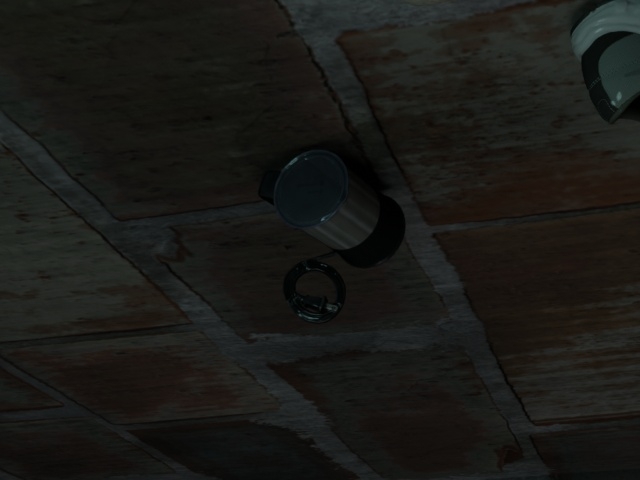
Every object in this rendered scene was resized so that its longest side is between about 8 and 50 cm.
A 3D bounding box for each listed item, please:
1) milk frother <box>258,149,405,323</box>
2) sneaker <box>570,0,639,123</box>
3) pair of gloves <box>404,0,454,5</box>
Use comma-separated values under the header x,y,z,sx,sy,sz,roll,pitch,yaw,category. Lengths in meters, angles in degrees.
x,y,z,sx,sy,sz,roll,pitch,yaw,category
0.000,0.000,1.333,0.129,0.143,0.135,-6,159,29,milk frother
0.340,-0.127,1.099,0.272,0.108,0.100,4,154,-13,sneaker
0.115,-0.238,0.921,0.240,0.042,0.204,-19,151,37,pair of gloves
